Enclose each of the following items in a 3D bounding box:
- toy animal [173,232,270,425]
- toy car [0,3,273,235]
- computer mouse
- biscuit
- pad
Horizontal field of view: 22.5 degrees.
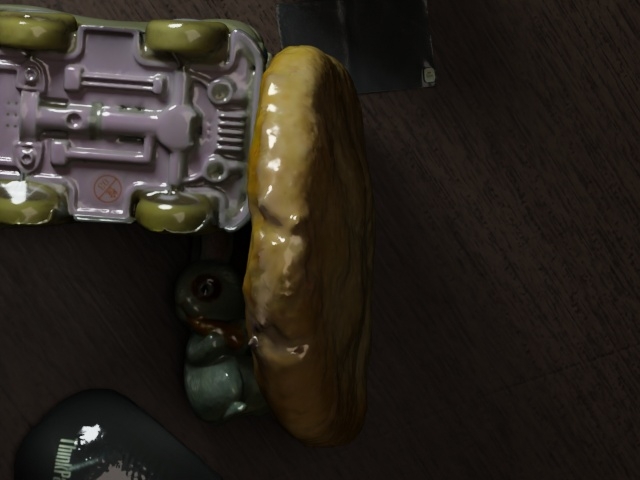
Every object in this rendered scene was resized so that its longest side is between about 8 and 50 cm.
[{"bbox_3d":[-0.121,0.092,1.781,0.108,0.138,0.236,-18,79,-46],"label":"toy animal"},{"bbox_3d":[-0.221,-0.130,1.715,0.335,0.226,0.242,2,98,2],"label":"toy car"},{"bbox_3d":[-0.201,0.286,1.749,0.269,0.100,0.170,45,78,-12],"label":"computer mouse"},{"bbox_3d":[0.001,0.000,1.677,0.104,0.446,0.430,0,83,8],"label":"biscuit"},{"bbox_3d":[0.044,-0.230,1.898,0.193,0.004,0.116,-7,90,-18],"label":"pad"}]
